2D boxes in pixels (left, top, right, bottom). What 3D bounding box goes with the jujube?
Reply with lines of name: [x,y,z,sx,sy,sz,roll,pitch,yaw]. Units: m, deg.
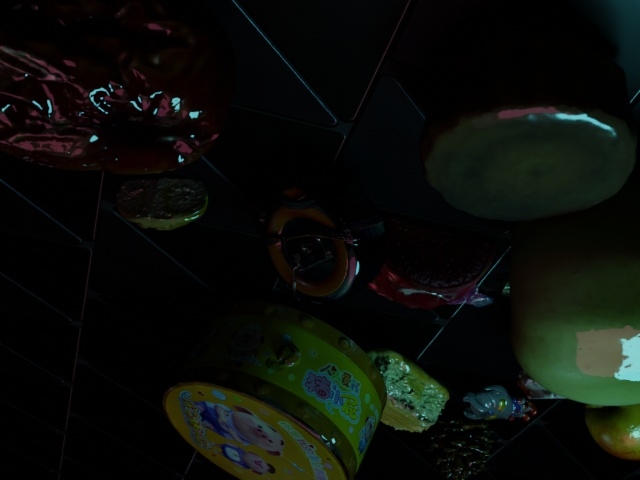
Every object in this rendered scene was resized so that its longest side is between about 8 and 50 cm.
jujube: [-0.301,-0.223,1.360,0.376,0.277,0.276,15,148,-20]

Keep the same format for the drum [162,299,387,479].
drum: [-0.090,0.329,2.151,0.431,0.214,0.431,19,146,14]

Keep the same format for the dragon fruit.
dragon fruit: [0.155,0.046,1.831,0.261,0.189,0.163,17,117,-10]

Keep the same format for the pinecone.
pinecone: [0.320,0.469,2.459,0.173,0.174,0.174,5,149,3]

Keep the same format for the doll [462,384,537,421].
doll: [0.392,0.366,2.371,0.194,0.062,0.104,17,149,-28]

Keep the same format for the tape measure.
tape measure: [0.000,0.000,1.725,0.223,0.135,0.202,-26,94,46]

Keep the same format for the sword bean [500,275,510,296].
sword bean: [0.460,0.104,1.953,0.269,0.038,0.043,10,174,-5]

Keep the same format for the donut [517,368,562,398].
donut: [0.547,0.218,1.941,0.382,0.143,0.382,-1,171,0]

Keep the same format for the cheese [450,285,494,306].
cheese: [0.259,0.097,1.979,0.145,0.038,0.095,22,148,-34]

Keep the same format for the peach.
peach: [0.647,0.358,2.192,0.192,0.190,0.190,22,146,-25]

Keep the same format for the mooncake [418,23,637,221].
mooncake: [0.277,-0.154,1.447,0.290,0.161,0.290,4,150,2]

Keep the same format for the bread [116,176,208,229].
bread: [-0.267,-0.056,1.805,0.157,0.083,0.094,6,161,0]

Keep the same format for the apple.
apple: [0.446,0.070,1.607,0.357,0.357,0.357,5,149,3]

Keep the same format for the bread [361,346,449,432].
bread: [0.153,0.318,2.278,0.245,0.121,0.174,34,152,-32]
